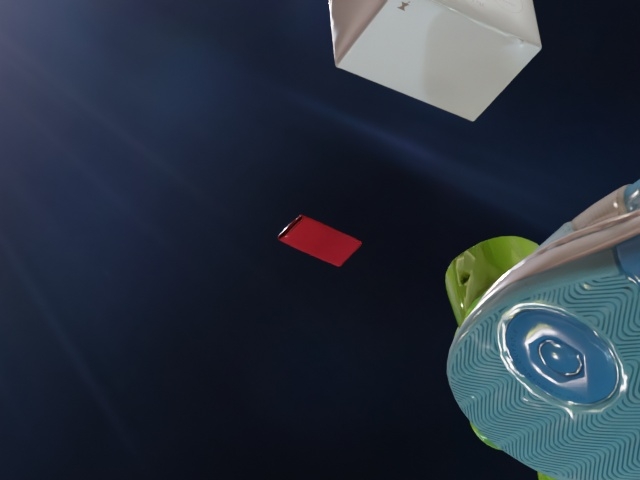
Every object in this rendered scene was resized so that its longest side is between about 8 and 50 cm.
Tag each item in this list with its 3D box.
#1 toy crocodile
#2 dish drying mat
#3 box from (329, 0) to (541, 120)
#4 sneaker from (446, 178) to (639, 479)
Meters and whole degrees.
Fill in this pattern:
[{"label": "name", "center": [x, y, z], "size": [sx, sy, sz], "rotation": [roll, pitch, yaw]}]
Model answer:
[{"label": "toy crocodile", "center": [0.188, 0.143, 1.302], "size": [0.105, 0.340, 0.115], "rotation": [-30, -159, 11]}, {"label": "dish drying mat", "center": [0.000, 0.000, 1.504], "size": [0.032, 0.083, 0.008], "rotation": [-46, -129, 17]}, {"label": "box", "center": [0.081, -0.197, 1.342], "size": [0.091, 0.130, 0.170], "rotation": [-48, -148, 39]}, {"label": "sneaker", "center": [0.197, -0.024, 0.717], "size": [0.319, 0.127, 0.208], "rotation": [-33, -166, 46]}]
